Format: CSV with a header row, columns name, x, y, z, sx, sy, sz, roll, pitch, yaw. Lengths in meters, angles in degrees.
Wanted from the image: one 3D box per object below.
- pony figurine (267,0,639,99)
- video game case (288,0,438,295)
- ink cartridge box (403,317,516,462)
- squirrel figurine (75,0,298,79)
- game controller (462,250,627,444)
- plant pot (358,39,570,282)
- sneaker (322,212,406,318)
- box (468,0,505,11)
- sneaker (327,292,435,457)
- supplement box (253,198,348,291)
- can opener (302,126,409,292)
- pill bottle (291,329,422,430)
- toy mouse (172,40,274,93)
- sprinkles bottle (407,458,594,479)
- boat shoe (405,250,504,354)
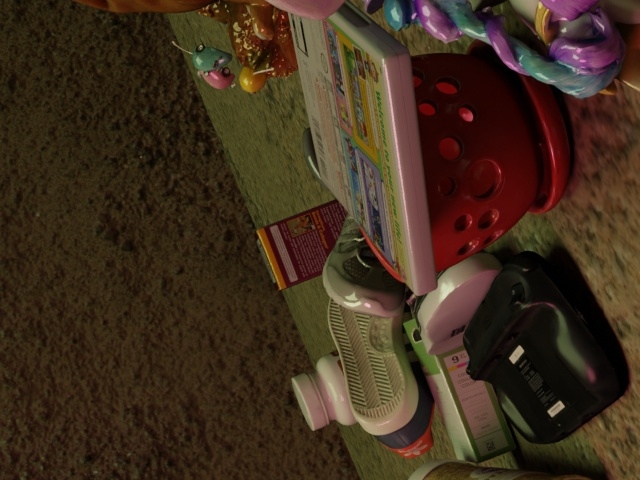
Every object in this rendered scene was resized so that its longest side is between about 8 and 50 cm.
name,x,y,z,sx,sy,sz,roll,pitch,yaw
pony figurine,0.062,-0.258,0.650,0.363,0.303,0.351,52,-173,33
video game case,0.030,-0.090,0.837,0.193,0.023,0.212,-127,20,-50
ink cartridge box,0.189,0.195,1.464,0.109,0.062,0.209,128,121,-79
squirrel figurine,-0.127,-0.395,1.484,0.370,0.281,0.397,22,178,43
game controller,0.228,0.124,1.130,0.166,0.067,0.319,47,165,14
plant pot,0.116,-0.077,0.954,0.191,0.174,0.191,160,90,-81
sneaker,0.067,-0.012,1.353,0.281,0.105,0.115,-84,8,-55
box,0.120,-0.297,0.870,0.145,0.038,0.186,130,117,-78
sneaker,0.102,0.176,1.615,0.148,0.131,0.350,53,-157,-36
supplement box,0.000,0.000,1.709,0.081,0.188,0.104,148,101,-81
can opener,0.063,-0.049,1.588,0.280,0.093,0.074,62,168,12
pill bottle,0.070,0.222,1.716,0.121,0.216,0.121,159,90,-81
toy mouse,-0.148,-0.242,1.519,0.161,0.143,0.031,163,128,-78
sprinkles bottle,0.215,0.329,1.275,0.121,0.121,0.355,69,160,1
boat shoe,0.151,0.054,1.278,0.301,0.108,0.102,76,169,-73
